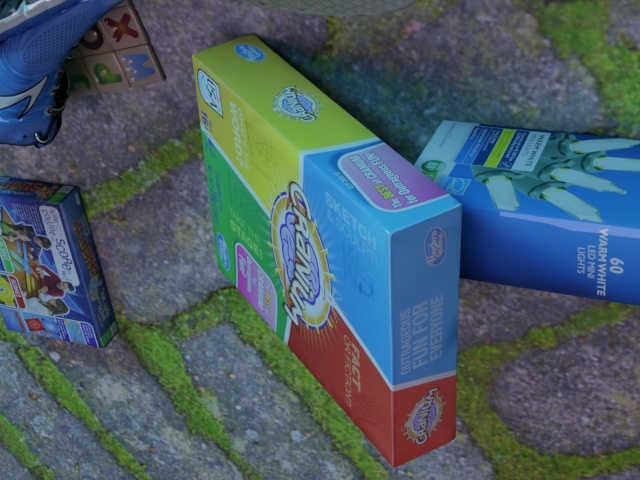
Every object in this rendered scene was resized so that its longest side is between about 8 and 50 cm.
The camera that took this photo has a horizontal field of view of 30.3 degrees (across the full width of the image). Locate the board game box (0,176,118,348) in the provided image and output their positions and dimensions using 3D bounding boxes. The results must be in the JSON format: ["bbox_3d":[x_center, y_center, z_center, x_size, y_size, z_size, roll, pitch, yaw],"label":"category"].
[{"bbox_3d":[-0.311,0.024,1.312,0.136,0.035,0.201,9,129,21],"label":"board game box"}]

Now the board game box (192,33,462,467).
[{"bbox_3d":[0.000,0.000,0.994,0.316,0.064,0.242,44,147,45],"label":"board game box"}]

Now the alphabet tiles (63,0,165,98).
[{"bbox_3d":[-0.270,-0.239,1.103,0.198,0.009,0.237,-5,123,30],"label":"alphabet tiles"}]

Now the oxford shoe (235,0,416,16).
[{"bbox_3d":[-0.126,-0.285,0.912,0.449,0.130,0.169,18,164,8],"label":"oxford shoe"}]

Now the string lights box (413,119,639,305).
[{"bbox_3d":[0.204,-0.022,0.944,0.259,0.133,0.077,8,126,21],"label":"string lights box"}]

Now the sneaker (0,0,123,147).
[{"bbox_3d":[-0.273,-0.174,1.083,0.330,0.130,0.147,-27,136,30],"label":"sneaker"}]
